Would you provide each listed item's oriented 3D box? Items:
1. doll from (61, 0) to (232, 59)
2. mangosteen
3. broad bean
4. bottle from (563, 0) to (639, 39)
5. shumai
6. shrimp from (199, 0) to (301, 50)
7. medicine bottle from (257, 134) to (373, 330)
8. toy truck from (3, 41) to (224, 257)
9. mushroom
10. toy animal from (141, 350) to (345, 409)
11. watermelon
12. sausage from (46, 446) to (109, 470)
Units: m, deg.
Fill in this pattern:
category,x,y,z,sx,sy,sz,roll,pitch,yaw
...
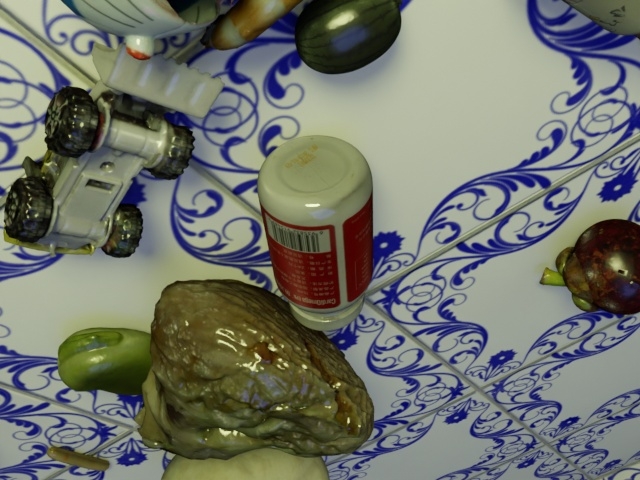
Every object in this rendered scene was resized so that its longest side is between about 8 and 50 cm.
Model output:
category,x,y,z,sx,sy,sz,roll,pitch,yaw
doll,-0.081,-0.242,0.451,0.257,0.215,0.161,-23,103,24
mangosteen,0.439,0.057,0.990,0.156,0.146,0.181,23,126,-40
broad bean,-0.296,0.173,0.932,0.174,0.082,0.124,13,133,-44
bottle,0.293,-0.260,0.611,0.233,0.110,0.110,16,130,-32
shumai,-0.121,0.221,0.867,0.346,0.217,0.283,41,100,-20
shrimp,-0.040,-0.227,0.569,0.049,0.161,0.166,41,154,-24
medicine bottle,0.000,0.000,0.788,0.131,0.131,0.250,-12,140,-5
toy truck,-0.217,-0.086,0.632,0.136,0.111,0.286,12,131,-43
mushroom,-0.128,0.464,1.157,0.315,0.356,0.315,-4,100,-22
toy animal,-0.122,0.265,1.071,0.343,0.106,0.168,-24,140,13
watermelon,0.028,-0.203,0.610,0.110,0.078,0.078,-24,139,8
sausage,-0.445,0.403,1.176,0.024,0.024,0.132,-32,139,18
